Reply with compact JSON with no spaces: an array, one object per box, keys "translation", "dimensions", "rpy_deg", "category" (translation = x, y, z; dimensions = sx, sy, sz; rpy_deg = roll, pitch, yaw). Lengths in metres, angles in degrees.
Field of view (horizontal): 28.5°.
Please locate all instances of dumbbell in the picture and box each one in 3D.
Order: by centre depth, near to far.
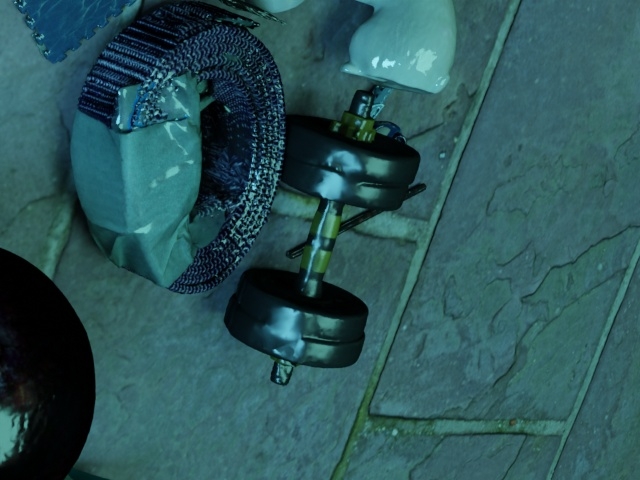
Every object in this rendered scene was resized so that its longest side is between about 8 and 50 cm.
[{"translation":[0.000,0.000,1.572],"dimensions":[0.185,0.185,0.388],"rpy_deg":[2,109,-48],"category":"dumbbell"}]

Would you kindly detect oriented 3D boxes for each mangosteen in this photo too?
[{"translation":[-0.357,0.139,1.199],"dimensions":[0.297,0.297,0.313],"rpy_deg":[-59,177,-6],"category":"mangosteen"}]

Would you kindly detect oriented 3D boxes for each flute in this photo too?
[{"translation":[0.055,-0.029,1.751],"dimensions":[0.269,0.014,0.014],"rpy_deg":[-28,129,-36],"category":"flute"}]

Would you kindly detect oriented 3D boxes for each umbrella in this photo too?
[{"translation":[-0.104,-0.269,1.400],"dimensions":[0.148,0.022,0.022],"rpy_deg":[14,69,-23],"category":"umbrella"}]

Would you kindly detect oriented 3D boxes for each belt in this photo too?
[{"translation":[-0.154,-0.098,1.406],"dimensions":[0.260,0.122,0.325],"rpy_deg":[-29,132,-44],"category":"belt"}]

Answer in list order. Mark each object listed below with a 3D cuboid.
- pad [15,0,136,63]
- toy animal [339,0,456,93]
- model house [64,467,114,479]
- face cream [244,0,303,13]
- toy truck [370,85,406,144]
[{"translation":[-0.229,-0.353,1.267],"dimensions":[0.270,0.012,0.269],"rpy_deg":[-45,137,-21],"category":"pad"},{"translation":[0.103,-0.318,1.572],"dimensions":[0.140,0.138,0.282],"rpy_deg":[12,78,-58],"category":"toy animal"},{"translation":[-0.298,0.331,1.471],"dimensions":[0.149,0.127,0.100],"rpy_deg":[4,107,-45],"category":"model house"},{"translation":[-0.073,-0.381,1.367],"dimensions":[0.082,0.082,0.269],"rpy_deg":[-38,134,-28],"category":"face cream"},{"translation":[0.081,-0.154,1.680],"dimensions":[0.074,0.063,0.136],"rpy_deg":[45,74,-27],"category":"toy truck"}]
